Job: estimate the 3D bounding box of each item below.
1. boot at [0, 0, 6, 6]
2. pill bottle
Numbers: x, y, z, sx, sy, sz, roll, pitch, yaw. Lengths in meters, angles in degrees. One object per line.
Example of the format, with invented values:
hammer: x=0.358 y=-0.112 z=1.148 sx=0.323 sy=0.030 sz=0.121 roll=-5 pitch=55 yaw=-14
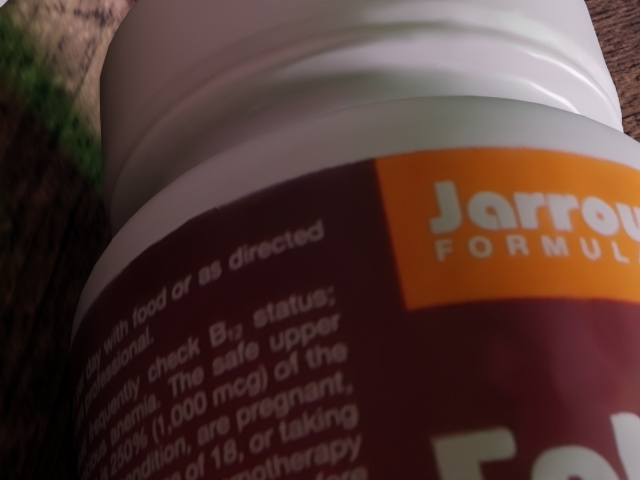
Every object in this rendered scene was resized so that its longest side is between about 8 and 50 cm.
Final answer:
boot: x=-0.135 y=-0.098 z=0.238 sx=0.244 sy=0.088 sz=0.176 roll=56 pitch=19 yaw=-37
pill bottle: x=0.038 y=0.099 z=0.466 sx=0.224 sy=0.224 sz=0.392 roll=59 pitch=18 yaw=-56
